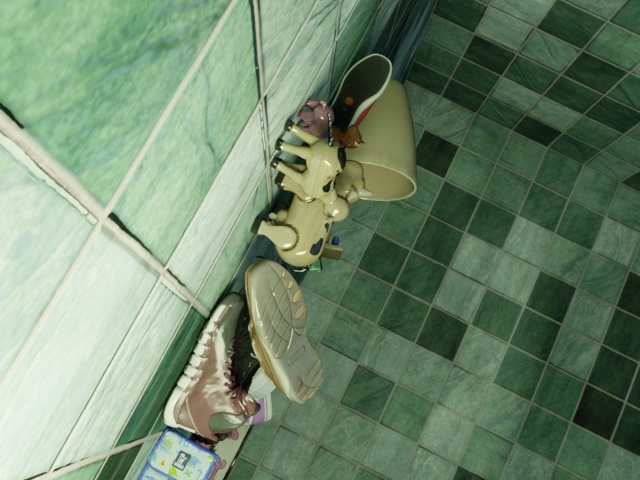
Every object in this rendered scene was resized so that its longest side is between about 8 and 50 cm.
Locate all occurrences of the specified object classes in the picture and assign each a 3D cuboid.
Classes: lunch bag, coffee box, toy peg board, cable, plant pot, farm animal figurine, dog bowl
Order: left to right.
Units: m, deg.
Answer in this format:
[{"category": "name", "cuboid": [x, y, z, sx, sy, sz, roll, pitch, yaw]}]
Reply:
[{"category": "lunch bag", "cuboid": [-0.299, 0.486, 1.331, 0.151, 0.128, 0.096, -63, 177, -2]}, {"category": "dog bowl", "cuboid": [-0.381, 0.806, 2.456, 0.408, 0.150, 0.408, 26, 90, -87]}, {"category": "cable", "cuboid": [-0.165, 0.346, 1.910, 0.257, 0.089, 0.257, -25, -145, 43]}, {"category": "coffee box", "cuboid": [-0.025, 0.000, 1.883, 0.113, 0.040, 0.184, 1, 82, -87]}, {"category": "toy peg board", "cuboid": [0.000, 0.000, 2.181, 0.161, 0.160, 0.079, 104, -3, -77]}, {"category": "farm animal figurine", "cuboid": [0.000, -0.085, 1.174, 0.327, 0.172, 0.330, -64, 177, 18]}, {"category": "plant pot", "cuboid": [0.140, -0.277, 1.668, 0.256, 0.256, 0.274, 105, -5, -75]}]

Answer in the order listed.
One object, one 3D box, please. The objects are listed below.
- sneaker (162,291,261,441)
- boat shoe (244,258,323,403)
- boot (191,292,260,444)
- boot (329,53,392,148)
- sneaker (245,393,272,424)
[{"category": "sneaker", "cuboid": [-0.169, 0.249, 1.213, 0.282, 0.162, 0.106, -63, 177, 3]}, {"category": "boat shoe", "cuboid": [-0.094, 0.178, 1.248, 0.123, 0.116, 0.325, -35, 124, -36]}, {"category": "boot", "cuboid": [-0.185, 0.279, 1.439, 0.348, 0.131, 0.260, -50, 165, -25]}, {"category": "boot", "cuboid": [0.072, -0.301, 1.465, 0.244, 0.088, 0.176, -55, 176, -9]}, {"category": "sneaker", "cuboid": [-0.248, 0.447, 2.040, 0.102, 0.160, 0.282, 154, -69, -63]}]
